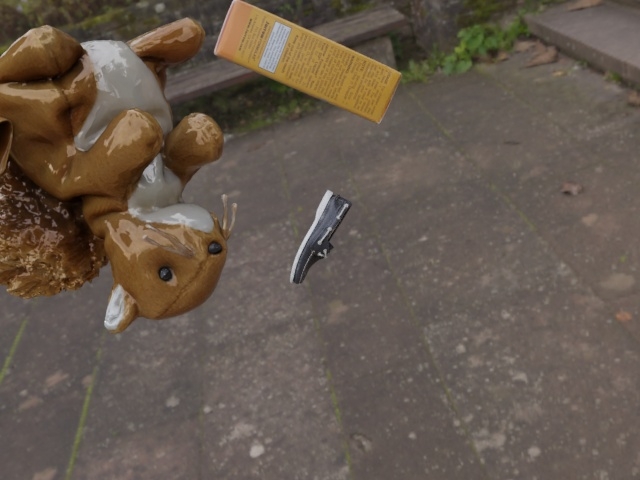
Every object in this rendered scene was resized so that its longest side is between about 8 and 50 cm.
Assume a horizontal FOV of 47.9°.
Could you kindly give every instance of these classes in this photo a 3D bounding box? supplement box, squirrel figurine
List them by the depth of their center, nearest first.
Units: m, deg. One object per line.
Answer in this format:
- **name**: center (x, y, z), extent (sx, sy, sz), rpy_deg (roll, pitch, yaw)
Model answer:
- **supplement box**: center (-0.017, -0.231, 0.940), extent (0.233, 0.080, 0.078), rpy_deg (20, 11, -10)
- **squirrel figurine**: center (-0.294, -0.055, 0.987), extent (0.397, 0.370, 0.281), rpy_deg (-23, 3, 30)

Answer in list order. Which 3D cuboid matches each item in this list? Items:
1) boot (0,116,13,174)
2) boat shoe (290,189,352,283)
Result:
- **boot**: center (-0.484, -0.143, 0.890), extent (0.211, 0.104, 0.295), rpy_deg (-3, 49, -1)
- **boat shoe**: center (0.000, 0.000, 0.885), extent (0.038, 0.046, 0.125), rpy_deg (24, 75, 3)
